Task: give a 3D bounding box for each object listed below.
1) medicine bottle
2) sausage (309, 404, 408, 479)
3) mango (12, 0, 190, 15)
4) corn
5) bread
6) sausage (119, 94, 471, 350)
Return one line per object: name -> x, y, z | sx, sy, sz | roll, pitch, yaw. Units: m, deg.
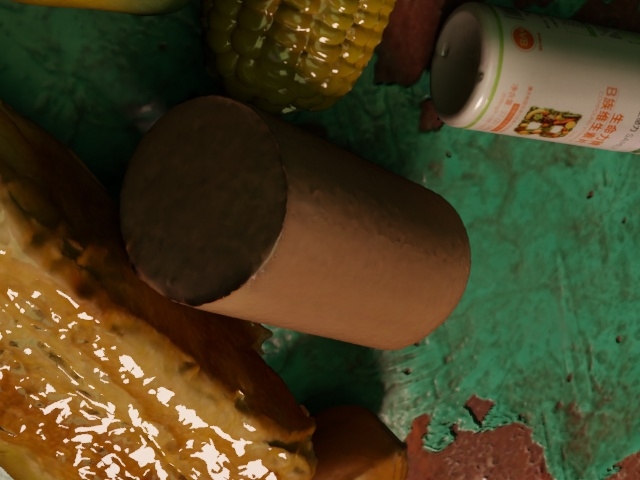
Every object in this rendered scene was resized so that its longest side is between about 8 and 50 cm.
medicine bottle -> 0.175, -0.110, 0.823 | 0.183, 0.086, 0.086 | 6, 111, -21
sausage -> -0.058, 0.216, 0.876 | 0.274, 0.105, 0.105 | -31, 119, -3
mango -> -0.151, -0.191, 0.668 | 0.195, 0.092, 0.130 | 30, 99, -33
corn -> 0.018, -0.236, 0.692 | 0.120, 0.120, 0.363 | 13, 110, -24
bread -> -0.163, 0.066, 0.747 | 0.195, 0.149, 0.344 | -34, 121, 14
sausage -> 0.000, 0.000, 0.753 | 0.253, 0.123, 0.123 | 19, 107, -54
